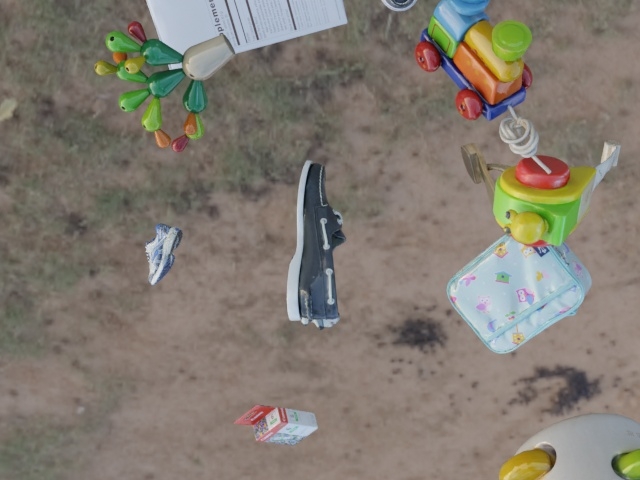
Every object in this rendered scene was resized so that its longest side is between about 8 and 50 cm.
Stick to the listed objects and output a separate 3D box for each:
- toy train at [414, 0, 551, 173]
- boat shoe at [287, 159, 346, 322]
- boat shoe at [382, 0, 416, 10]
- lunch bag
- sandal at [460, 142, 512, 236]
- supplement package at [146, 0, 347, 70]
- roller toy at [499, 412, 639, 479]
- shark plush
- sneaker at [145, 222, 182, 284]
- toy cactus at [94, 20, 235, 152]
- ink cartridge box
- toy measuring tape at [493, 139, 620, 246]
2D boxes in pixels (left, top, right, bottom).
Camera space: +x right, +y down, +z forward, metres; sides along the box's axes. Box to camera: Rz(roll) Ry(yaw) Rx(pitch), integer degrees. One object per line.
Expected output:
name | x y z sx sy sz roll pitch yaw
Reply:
toy train | 0.228 -0.211 1.174 0.105 0.248 0.143 -31 161 -16
boat shoe | 0.000 0.000 1.670 0.091 0.302 0.114 2 161 6
boat shoe | 0.114 -0.420 1.290 0.080 0.076 0.228 4 117 -3
lunch bag | 0.431 0.102 2.055 0.279 0.224 0.108 -41 171 31
sandal | 0.302 -0.101 1.561 0.079 0.240 0.088 -19 125 1
supplement package | -0.123 -0.411 1.530 0.293 0.177 0.175 -14 116 3
roller toy | 0.347 0.320 1.233 0.209 0.146 0.191 -20 136 7
shark plush | -0.021 0.103 1.864 0.161 0.067 0.073 59 156 -6
sneaker | -0.314 0.024 1.856 0.058 0.052 0.135 29 113 9
toy cactus | -0.204 -0.234 1.352 0.181 0.112 0.219 -28 125 11
ink cartridge box | -0.067 0.282 1.453 0.115 0.029 0.063 17 133 -40
toy measuring tape | 0.315 -0.078 1.302 0.121 0.330 0.121 15 121 26
